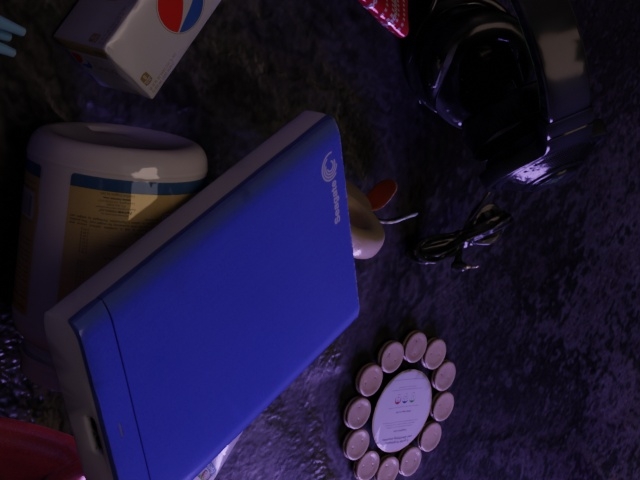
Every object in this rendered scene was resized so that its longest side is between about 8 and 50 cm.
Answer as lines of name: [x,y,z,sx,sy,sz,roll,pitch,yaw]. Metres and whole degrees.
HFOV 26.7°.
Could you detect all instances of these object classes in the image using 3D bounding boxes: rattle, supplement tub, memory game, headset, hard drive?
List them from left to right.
supplement tub: [-0.172,0.013,1.086,0.144,0.144,0.199,-4,108,-45]
hard drive: [-0.078,0.060,1.076,0.319,0.040,0.210,-42,136,-41]
rattle: [0.000,0.000,1.317,0.143,0.130,0.200,-67,165,11]
memory game: [0.090,0.189,1.517,0.186,0.012,0.186,-19,118,-41]
headset: [0.157,-0.128,1.336,0.185,0.243,0.394,-22,142,-11]

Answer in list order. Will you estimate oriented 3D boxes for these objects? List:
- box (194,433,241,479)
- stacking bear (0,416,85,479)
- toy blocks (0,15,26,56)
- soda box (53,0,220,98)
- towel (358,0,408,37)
box: [-0.134,0.167,1.260,0.186,0.038,0.145,-58,137,-12]
stacking bear: [-0.300,0.296,1.054,0.164,0.175,0.289,19,105,-5]
toy blocks: [-0.269,-0.201,0.974,0.148,0.054,0.123,18,92,-47]
soda box: [-0.120,-0.225,1.104,0.216,0.074,0.069,-58,136,-13]
towel: [0.007,-0.325,1.163,0.275,0.031,0.199,38,46,-46]
